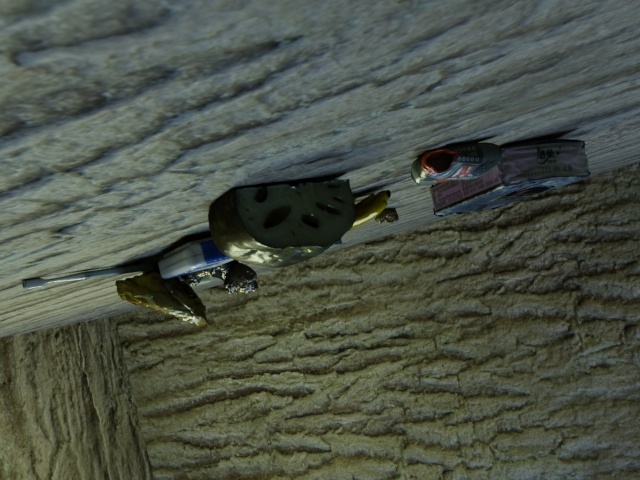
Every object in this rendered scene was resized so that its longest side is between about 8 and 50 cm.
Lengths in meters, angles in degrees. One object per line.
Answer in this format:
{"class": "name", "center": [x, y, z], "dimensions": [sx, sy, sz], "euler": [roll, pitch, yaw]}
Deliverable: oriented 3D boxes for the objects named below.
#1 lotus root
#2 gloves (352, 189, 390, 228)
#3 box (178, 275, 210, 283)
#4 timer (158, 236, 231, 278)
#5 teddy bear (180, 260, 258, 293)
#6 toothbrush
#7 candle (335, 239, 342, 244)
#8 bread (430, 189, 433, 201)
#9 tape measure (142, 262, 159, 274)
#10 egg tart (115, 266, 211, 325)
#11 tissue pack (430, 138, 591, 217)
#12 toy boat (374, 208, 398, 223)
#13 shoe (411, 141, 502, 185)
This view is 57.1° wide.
{"class": "lotus root", "center": [-0.103, -0.018, 1.189], "dimensions": [0.267, 0.150, 0.260], "euler": [-8, 171, -36]}
{"class": "gloves", "center": [0.046, -0.063, 1.518], "dimensions": [0.294, 0.116, 0.133], "euler": [-24, -155, 8]}
{"class": "box", "center": [-0.526, 0.144, 2.121], "dimensions": [0.168, 0.071, 0.259], "euler": [-16, 176, 13]}
{"class": "timer", "center": [-0.308, 0.036, 1.540], "dimensions": [0.178, 0.078, 0.253], "euler": [-15, 177, -35]}
{"class": "teddy bear", "center": [-0.304, 0.085, 1.768], "dimensions": [0.251, 0.129, 0.182], "euler": [13, 166, 10]}
{"class": "toothbrush", "center": [-0.604, 0.091, 1.538], "dimensions": [0.030, 0.025, 0.342], "euler": [-10, 179, 40]}
{"class": "candle", "center": [0.000, 0.000, 2.142], "dimensions": [0.168, 0.068, 0.192], "euler": [-9, 175, -26]}
{"class": "bread", "center": [0.414, -0.148, 1.860], "dimensions": [0.088, 0.049, 0.226], "euler": [-18, 175, 25]}
{"class": "tape measure", "center": [-0.475, 0.149, 1.814], "dimensions": [0.107, 0.180, 0.104], "euler": [-16, -169, -1]}
{"class": "egg tart", "center": [-0.433, 0.155, 1.676], "dimensions": [0.297, 0.132, 0.297], "euler": [23, 168, 5]}
{"class": "tissue pack", "center": [0.477, -0.159, 1.533], "dimensions": [0.259, 0.122, 0.361], "euler": [-10, 176, -18]}
{"class": "toy boat", "center": [0.230, -0.083, 2.032], "dimensions": [0.047, 0.049, 0.149], "euler": [-18, 174, 33]}
{"class": "shoe", "center": [0.283, -0.162, 1.195], "dimensions": [0.194, 0.074, 0.077], "euler": [-13, 170, -4]}
